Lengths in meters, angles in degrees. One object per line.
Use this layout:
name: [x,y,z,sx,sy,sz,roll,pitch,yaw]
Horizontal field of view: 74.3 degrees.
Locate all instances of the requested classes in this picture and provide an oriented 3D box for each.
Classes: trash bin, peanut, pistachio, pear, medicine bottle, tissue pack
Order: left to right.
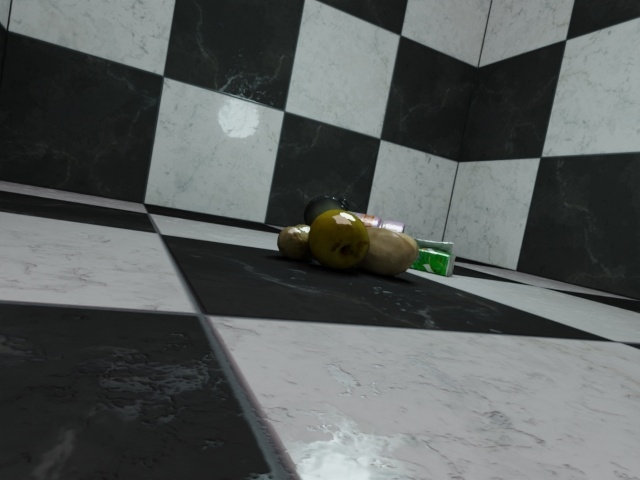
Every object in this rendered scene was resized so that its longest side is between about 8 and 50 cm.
peanut: [-0.074,0.007,1.503,0.129,0.129,0.224,12,6,19]
trash bin: [0.036,-0.069,1.870,0.203,0.252,0.301,53,8,-19]
pear: [0.057,-0.008,1.421,0.209,0.208,0.209,11,3,-1]
medicine bottle: [0.214,-0.023,2.123,0.389,0.219,0.219,12,4,13]
pistachio: [0.213,0.030,1.527,0.299,0.187,0.188,14,5,39]
tissue pack: [0.524,0.073,2.011,0.209,0.156,0.148,11,1,29]
